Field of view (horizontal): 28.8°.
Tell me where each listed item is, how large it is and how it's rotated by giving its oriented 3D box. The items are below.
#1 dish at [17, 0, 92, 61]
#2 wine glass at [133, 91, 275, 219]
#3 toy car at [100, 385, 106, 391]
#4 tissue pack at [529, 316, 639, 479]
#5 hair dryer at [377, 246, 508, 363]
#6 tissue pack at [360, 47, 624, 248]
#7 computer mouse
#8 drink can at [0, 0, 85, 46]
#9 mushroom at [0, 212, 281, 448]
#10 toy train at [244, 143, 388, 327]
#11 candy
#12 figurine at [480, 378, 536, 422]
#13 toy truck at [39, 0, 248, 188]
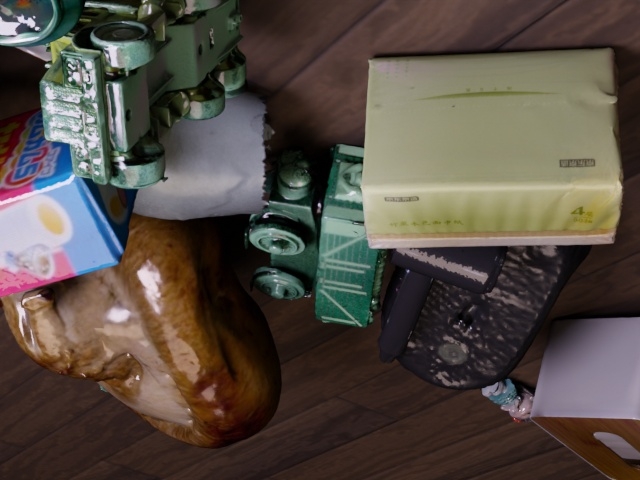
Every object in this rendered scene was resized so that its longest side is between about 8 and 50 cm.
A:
[{"bbox_3d":[-0.235,-0.203,1.104,0.141,0.078,0.141,24,-173,-3],"label":"dish"},{"bbox_3d":[-0.204,-0.089,1.217,0.321,0.143,0.143,5,149,1],"label":"wine glass"},{"bbox_3d":[-0.231,0.184,1.722,0.076,0.090,0.224,-18,142,24],"label":"toy car"},{"bbox_3d":[0.403,0.209,1.600,0.159,0.136,0.246,-5,149,40],"label":"tissue pack"},{"bbox_3d":[0.111,0.066,1.318,0.114,0.071,0.248,18,137,3],"label":"hair dryer"},{"bbox_3d":[0.158,-0.084,1.151,0.234,0.159,0.125,0,149,9],"label":"tissue pack"},{"bbox_3d":[0.177,0.040,1.392,0.182,0.116,0.323,17,133,-6],"label":"computer mouse"},{"bbox_3d":[-0.212,-0.244,0.899,0.118,0.205,0.118,3,148,2],"label":"drink can"},{"bbox_3d":[-0.212,0.097,1.380,0.345,0.259,0.345,34,146,27],"label":"mushroom"},{"bbox_3d":[0.000,0.000,1.360,0.154,0.115,0.269,10,148,3],"label":"toy train"},{"bbox_3d":[-0.316,-0.021,1.092,0.305,0.157,0.100,-14,122,11],"label":"candy"},{"bbox_3d":[0.268,0.224,1.756,0.106,0.047,0.060,31,132,-33],"label":"figurine"},{"bbox_3d":[-0.151,-0.146,0.993,0.135,0.259,0.128,7,123,11],"label":"toy truck"}]
